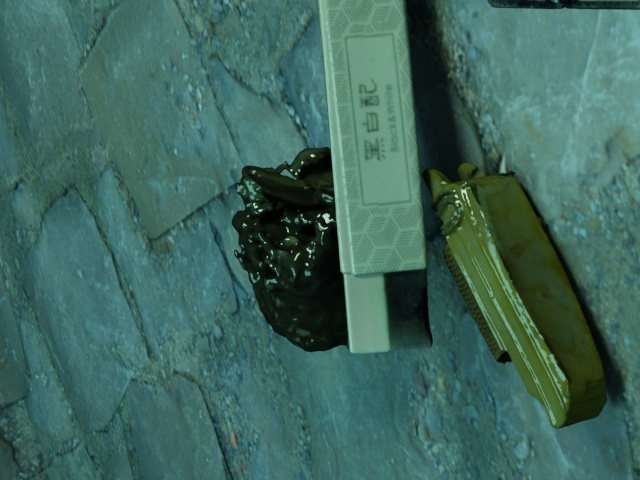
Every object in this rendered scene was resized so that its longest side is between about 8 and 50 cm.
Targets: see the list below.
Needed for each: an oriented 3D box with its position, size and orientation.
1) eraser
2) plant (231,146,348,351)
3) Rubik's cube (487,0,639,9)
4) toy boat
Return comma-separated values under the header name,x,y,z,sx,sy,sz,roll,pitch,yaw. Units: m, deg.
name,x,y,z,sx,sy,sz,roll,pitch,yaw
eraser,0.058,-0.085,1.915,0.098,0.096,0.404,147,118,-89
plant,0.000,0.000,2.064,0.178,0.204,0.234,36,141,48
Rubik's cube,0.262,-0.307,1.480,0.205,0.205,0.207,11,113,55
toy boat,0.198,0.052,1.868,0.115,0.089,0.310,-44,67,53
